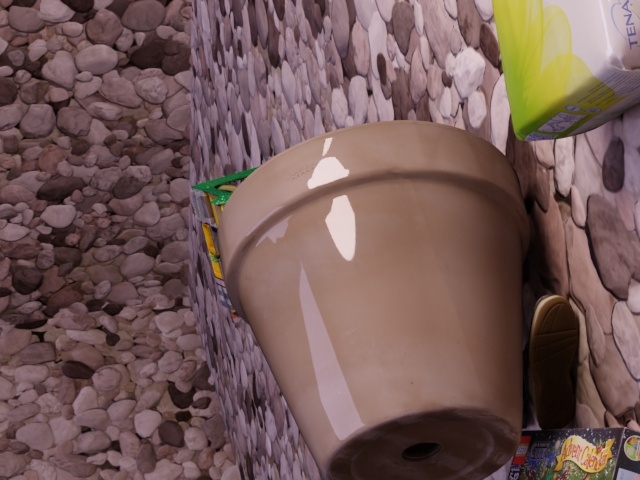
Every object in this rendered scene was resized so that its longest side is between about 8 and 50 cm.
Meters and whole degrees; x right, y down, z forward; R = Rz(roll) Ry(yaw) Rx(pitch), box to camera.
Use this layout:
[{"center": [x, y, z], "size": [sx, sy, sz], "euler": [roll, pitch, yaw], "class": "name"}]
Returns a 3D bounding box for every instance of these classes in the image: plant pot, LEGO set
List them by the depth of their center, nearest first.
[{"center": [0.073, 0.089, 1.337], "size": [0.323, 0.323, 0.280], "euler": [100, 163, -52], "class": "plant pot"}, {"center": [0.000, 0.000, 1.673], "size": [0.255, 0.331, 0.192], "euler": [8, 115, 62], "class": "LEGO set"}]

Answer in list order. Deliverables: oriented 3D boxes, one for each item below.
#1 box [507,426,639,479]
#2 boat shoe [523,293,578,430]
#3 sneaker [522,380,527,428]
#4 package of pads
[{"center": [0.232, 0.259, 1.281], "size": [0.233, 0.044, 0.159], "euler": [150, 137, -72], "class": "box"}, {"center": [0.223, 0.118, 1.361], "size": [0.049, 0.056, 0.152], "euler": [-134, 37, -58], "class": "boat shoe"}, {"center": [0.193, 0.168, 1.530], "size": [0.170, 0.051, 0.089], "euler": [162, 99, -71], "class": "sneaker"}, {"center": [0.210, -0.249, 1.097], "size": [0.229, 0.101, 0.297], "euler": [142, 119, -75], "class": "package of pads"}]
